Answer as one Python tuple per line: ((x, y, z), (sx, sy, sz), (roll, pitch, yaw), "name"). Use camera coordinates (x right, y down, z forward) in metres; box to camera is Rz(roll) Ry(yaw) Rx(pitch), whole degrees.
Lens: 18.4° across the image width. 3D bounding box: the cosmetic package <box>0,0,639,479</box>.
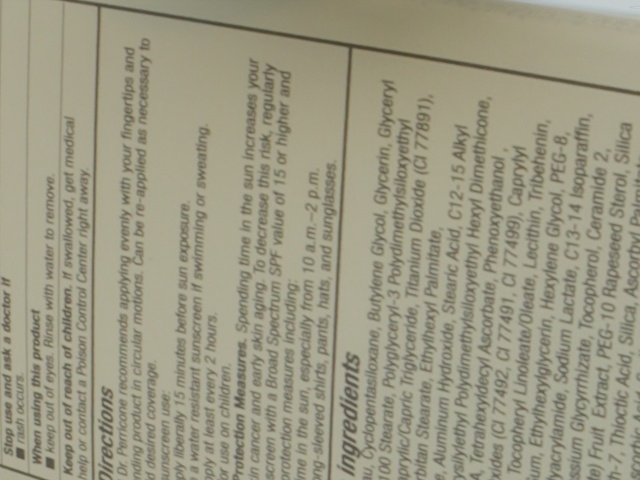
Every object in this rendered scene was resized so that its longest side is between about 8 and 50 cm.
((0.000, 0.000, 0.499), (0.309, 0.160, 0.113), (14, 20, 31), "cosmetic package")
